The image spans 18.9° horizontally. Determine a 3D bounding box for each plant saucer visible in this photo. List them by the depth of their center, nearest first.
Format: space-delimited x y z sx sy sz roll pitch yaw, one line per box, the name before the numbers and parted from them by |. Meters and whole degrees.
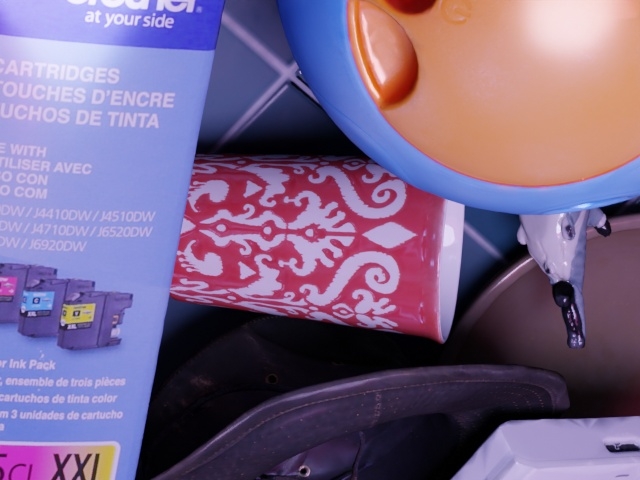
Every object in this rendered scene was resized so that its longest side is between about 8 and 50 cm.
plant saucer | 0.200 0.098 1.346 0.278 0.041 0.278 -8 119 -14

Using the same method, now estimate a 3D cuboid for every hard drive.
hard drive | 0.115 0.225 1.302 0.203 0.040 0.307 3 137 -39

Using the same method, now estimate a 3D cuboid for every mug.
mug | -0.002 0.008 1.177 0.169 0.113 0.150 4 153 9

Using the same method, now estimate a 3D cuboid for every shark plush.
shark plush | 0.167 -0.014 1.233 0.067 0.073 0.161 -4 79 -39

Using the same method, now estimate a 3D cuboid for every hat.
hat | -0.014 0.125 1.227 0.331 0.134 0.331 -19 147 -12

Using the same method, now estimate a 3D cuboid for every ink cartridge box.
ink cartridge box | -0.164 -0.078 1.003 0.151 0.270 0.395 2 117 -20

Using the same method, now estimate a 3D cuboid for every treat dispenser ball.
treat dispenser ball | 0.116 -0.157 1.035 0.288 0.288 0.288 -7 119 -13
